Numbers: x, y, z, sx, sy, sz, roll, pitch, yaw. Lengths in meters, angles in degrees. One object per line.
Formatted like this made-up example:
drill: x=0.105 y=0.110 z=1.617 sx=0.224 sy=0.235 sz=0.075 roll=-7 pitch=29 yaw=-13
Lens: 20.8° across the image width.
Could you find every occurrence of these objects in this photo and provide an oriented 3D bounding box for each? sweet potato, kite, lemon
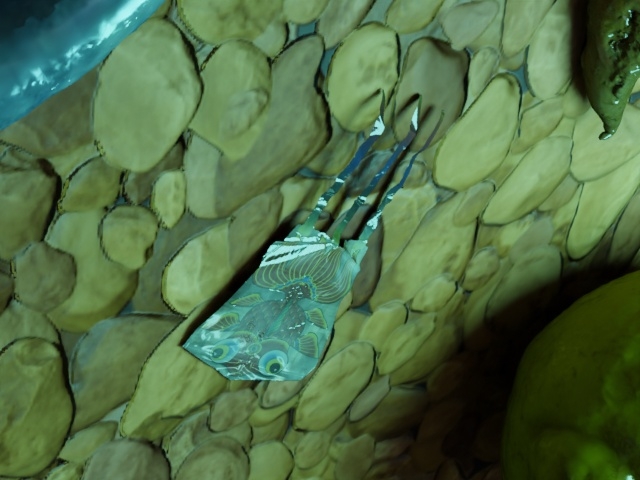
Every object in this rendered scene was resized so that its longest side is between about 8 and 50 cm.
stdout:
sweet potato: x=0.209 y=-0.147 z=1.165 sx=0.060 sy=0.068 sz=0.206 roll=-18 pitch=142 yaw=-24
kite: x=0.002 y=0.002 z=1.137 sx=0.127 sy=0.016 sz=0.229 roll=12 pitch=114 yaw=-51
lemon: x=0.283 y=0.146 z=1.333 sx=0.285 sy=0.285 sz=0.316 roll=-57 pitch=168 yaw=12

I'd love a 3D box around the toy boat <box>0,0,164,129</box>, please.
toy boat: x=-0.146 y=-0.153 z=0.749 sx=0.330 sy=0.123 sz=0.215 roll=-39 pitch=131 yaw=-14
